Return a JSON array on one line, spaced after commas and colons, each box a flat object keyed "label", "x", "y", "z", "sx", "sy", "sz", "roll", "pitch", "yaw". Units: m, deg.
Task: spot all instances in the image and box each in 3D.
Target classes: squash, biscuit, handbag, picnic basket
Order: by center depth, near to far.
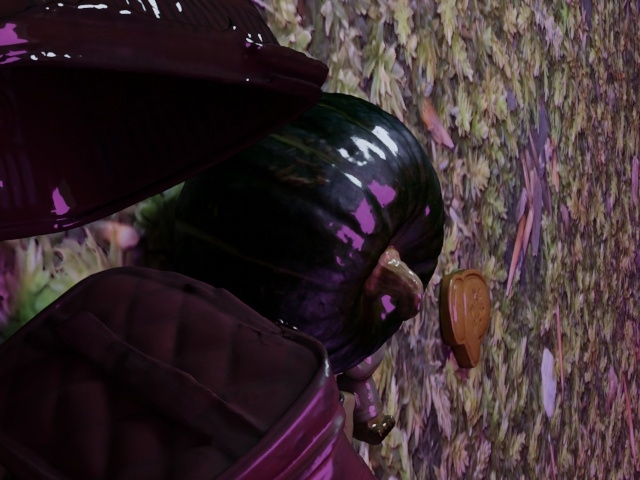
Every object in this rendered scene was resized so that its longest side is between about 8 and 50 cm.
[{"label": "picnic basket", "x": -0.149, "y": -0.087, "z": 0.545, "sx": 0.297, "sy": 0.223, "sz": 0.129, "roll": -8, "pitch": 73, "yaw": -64}, {"label": "handbag", "x": -0.078, "y": 0.109, "z": 0.623, "sx": 0.146, "sy": 0.225, "sz": 0.135, "roll": -42, "pitch": 129, "yaw": -23}, {"label": "squash", "x": -0.004, "y": -0.003, "z": 0.833, "sx": 0.218, "sy": 0.172, "sz": 0.218, "roll": 6, "pitch": 83, "yaw": -61}, {"label": "biscuit", "x": 0.173, "y": 0.091, "z": 1.359, "sx": 0.140, "sy": 0.023, "sz": 0.118, "roll": -15, "pitch": 101, "yaw": -64}]

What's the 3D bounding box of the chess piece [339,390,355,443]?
[{"label": "chess piece", "x": -0.017, "y": 0.161, "z": 0.916, "sx": 0.200, "sy": 0.090, "sz": 0.090, "roll": 22, "pitch": 69, "yaw": -69}]

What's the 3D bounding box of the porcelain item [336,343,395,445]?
[{"label": "porcelain item", "x": 0.024, "y": 0.075, "z": 1.020, "sx": 0.084, "sy": 0.054, "sz": 0.213, "roll": -34, "pitch": 118, "yaw": -57}]
